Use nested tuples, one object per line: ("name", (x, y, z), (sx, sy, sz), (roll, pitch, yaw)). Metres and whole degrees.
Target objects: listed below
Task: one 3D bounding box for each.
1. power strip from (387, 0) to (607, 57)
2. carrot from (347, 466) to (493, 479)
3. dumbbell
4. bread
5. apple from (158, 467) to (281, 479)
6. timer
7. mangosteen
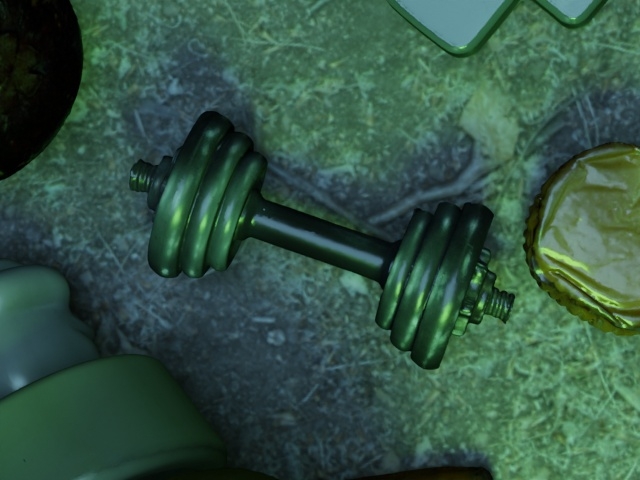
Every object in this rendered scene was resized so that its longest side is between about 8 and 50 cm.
("power strip", (0.208, -0.296, 1.743), (0.194, 0.059, 0.265), (40, 97, 7))
("carrot", (0.104, 0.264, 1.798), (0.162, 0.055, 0.055), (-3, 93, 13))
("dumbbell", (0.000, 0.000, 1.727), (0.406, 0.179, 0.179), (20, 96, 4))
("bread", (0.303, -0.002, 1.732), (0.199, 0.104, 0.199), (0, 92, 2))
("apple", (-0.088, 0.418, 1.522), (0.474, 0.473, 0.473), (0, 94, 6))
("timer", (-0.287, 0.156, 1.749), (0.291, 0.291, 0.315), (-32, 70, 7))
("mangosteen", (-0.382, -0.187, 1.724), (0.288, 0.288, 0.288), (0, 94, 6))
